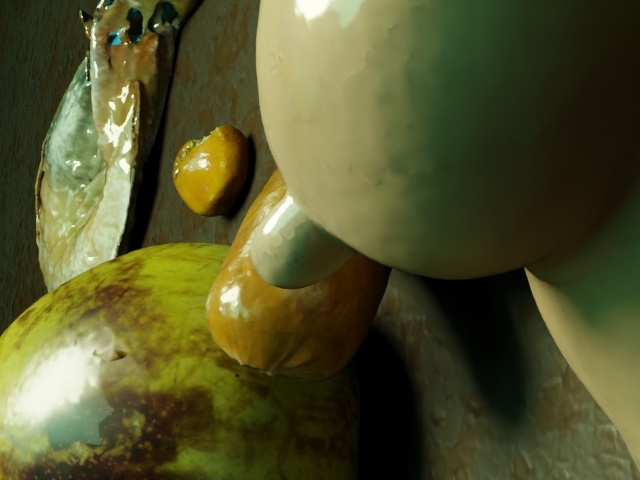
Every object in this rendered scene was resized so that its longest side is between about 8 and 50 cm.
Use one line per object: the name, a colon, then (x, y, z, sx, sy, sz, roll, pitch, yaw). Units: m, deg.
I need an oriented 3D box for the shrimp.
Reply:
shrimp: (-0.229, -0.115, 1.671, 0.221, 0.110, 0.445, 55, 132, 52)

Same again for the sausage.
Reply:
sausage: (0.002, 0.001, 0.978, 0.270, 0.109, 0.109, -64, -1, -62)

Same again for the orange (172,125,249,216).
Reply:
orange: (-0.101, -0.062, 1.399, 0.086, 0.062, 0.086, -171, 90, -66)

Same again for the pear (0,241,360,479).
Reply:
pear: (-0.107, 0.135, 1.057, 0.283, 0.284, 0.283, -41, 43, 54)

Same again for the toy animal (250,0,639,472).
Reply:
toy animal: (0.075, -0.073, 0.679, 0.277, 0.247, 0.345, -113, 11, -50)
